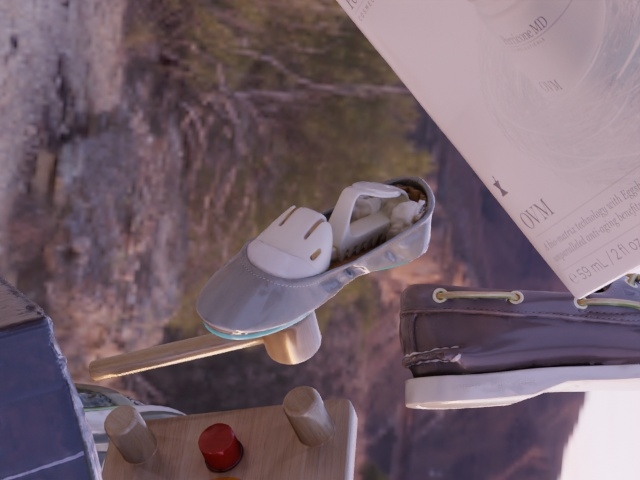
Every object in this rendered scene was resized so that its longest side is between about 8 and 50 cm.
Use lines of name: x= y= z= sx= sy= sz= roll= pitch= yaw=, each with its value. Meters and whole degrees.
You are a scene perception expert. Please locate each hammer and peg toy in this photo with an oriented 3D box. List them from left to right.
hammer and peg toy: x=-0.097 y=0.227 z=1.194 sx=0.361 sy=0.266 sz=0.127 roll=-85 pitch=160 yaw=-44

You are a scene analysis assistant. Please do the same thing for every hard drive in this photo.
hard drive: x=-0.148 y=0.192 z=0.681 sx=0.237 sy=0.064 sz=0.338 roll=-171 pitch=-113 yaw=-69

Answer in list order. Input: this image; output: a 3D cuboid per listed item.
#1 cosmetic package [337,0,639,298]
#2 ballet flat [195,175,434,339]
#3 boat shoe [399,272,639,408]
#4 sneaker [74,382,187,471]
cosmetic package: x=0.146 y=-0.120 z=0.604 sx=0.138 sy=0.224 sz=0.224 roll=-35 pitch=175 yaw=-23
ballet flat: x=0.000 y=0.000 z=0.839 sx=0.213 sy=0.072 sz=0.068 roll=-22 pitch=133 yaw=-45
boat shoe: x=0.220 y=0.073 z=0.993 sx=0.116 sy=0.325 sz=0.096 roll=127 pitch=-42 yaw=-74
sneaker: x=-0.327 y=0.206 z=1.382 sx=0.182 sy=0.410 sz=0.158 roll=27 pitch=-85 yaw=54
